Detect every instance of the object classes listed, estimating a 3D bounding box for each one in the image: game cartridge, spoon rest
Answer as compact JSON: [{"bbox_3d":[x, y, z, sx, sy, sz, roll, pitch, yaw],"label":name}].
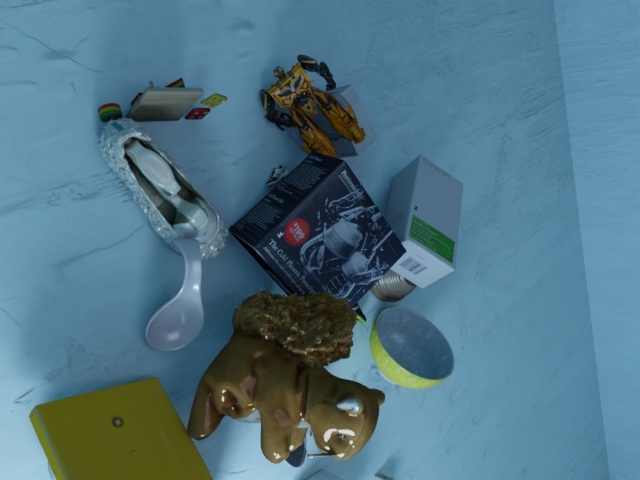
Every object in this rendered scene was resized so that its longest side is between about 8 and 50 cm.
[{"bbox_3d":[-0.379,0.438,1.100,0.285,0.323,0.052,1,135,-54],"label":"game cartridge"},{"bbox_3d":[-0.317,0.136,1.249,0.137,0.084,0.276,1,113,-36],"label":"spoon rest"}]

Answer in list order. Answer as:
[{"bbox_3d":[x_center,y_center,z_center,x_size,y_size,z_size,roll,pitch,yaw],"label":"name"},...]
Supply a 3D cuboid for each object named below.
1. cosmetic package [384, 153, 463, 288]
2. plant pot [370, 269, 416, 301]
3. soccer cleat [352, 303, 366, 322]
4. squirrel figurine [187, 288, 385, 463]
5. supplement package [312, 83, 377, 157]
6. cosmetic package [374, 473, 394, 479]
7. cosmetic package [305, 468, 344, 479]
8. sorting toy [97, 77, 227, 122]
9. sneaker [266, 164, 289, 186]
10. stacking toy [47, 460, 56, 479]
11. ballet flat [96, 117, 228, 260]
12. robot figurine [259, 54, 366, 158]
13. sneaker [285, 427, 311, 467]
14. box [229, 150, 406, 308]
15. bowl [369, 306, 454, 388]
[{"bbox_3d":[0.311,-0.063,1.713,0.197,0.155,0.365,30,50,-17],"label":"cosmetic package"},{"bbox_3d":[0.265,0.089,1.814,0.237,0.110,0.237,-2,93,-43],"label":"plant pot"},{"bbox_3d":[0.091,0.191,1.693,0.179,0.060,0.072,44,62,-32],"label":"soccer cleat"},{"bbox_3d":[-0.040,0.301,1.256,0.281,0.370,0.397,31,69,-60],"label":"squirrel figurine"},{"bbox_3d":[0.067,-0.343,1.609,0.105,0.105,0.179,-47,121,-31],"label":"supplement package"},{"bbox_3d":[0.205,0.844,1.834,0.041,0.060,0.115,12,86,-43],"label":"cosmetic package"},{"bbox_3d":[0.015,0.798,1.592,0.151,0.151,0.183,-15,104,-42],"label":"cosmetic package"},{"bbox_3d":[-0.341,-0.314,1.222,0.274,0.132,0.046,-13,81,-43],"label":"sorting toy"},{"bbox_3d":[-0.123,-0.175,1.498,0.083,0.032,0.037,-43,106,-38],"label":"sneaker"},{"bbox_3d":[-0.389,0.588,1.166,0.480,0.350,0.350,49,59,-11],"label":"stacking toy"},{"bbox_3d":[-0.333,-0.093,1.233,0.147,0.147,0.409,-55,126,-26],"label":"ballet flat"},{"bbox_3d":[-0.020,-0.344,1.471,0.211,0.085,0.291,-41,113,10],"label":"robot figurine"},{"bbox_3d":[-0.028,0.477,1.563,0.178,0.124,0.295,-17,118,-48],"label":"sneaker"},{"bbox_3d":[0.000,0.000,1.459,0.312,0.179,0.343,-46,122,-11],"label":"box"},{"bbox_3d":[0.265,0.370,1.776,0.289,0.289,0.156,-5,139,-43],"label":"bowl"}]
